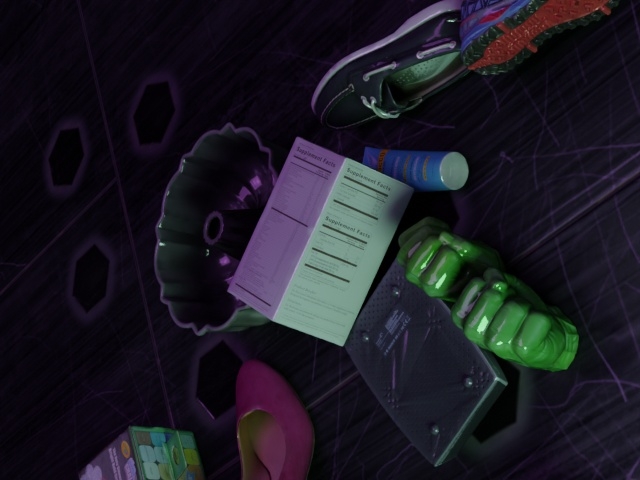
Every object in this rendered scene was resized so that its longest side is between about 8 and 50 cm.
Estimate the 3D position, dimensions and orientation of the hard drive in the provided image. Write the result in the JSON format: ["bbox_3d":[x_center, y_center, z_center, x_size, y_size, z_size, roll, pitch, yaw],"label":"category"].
[{"bbox_3d":[0.140,0.159,1.869,0.172,0.054,0.254,-59,44,21],"label":"hard drive"}]

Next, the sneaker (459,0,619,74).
[{"bbox_3d":[0.281,-0.329,1.808,0.262,0.104,0.125,-28,52,26],"label":"sneaker"}]

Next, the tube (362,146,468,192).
[{"bbox_3d":[0.123,-0.097,1.991,0.207,0.052,0.080,1,76,54],"label":"tube"}]

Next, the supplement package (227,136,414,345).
[{"bbox_3d":[0.000,0.000,1.957,0.139,0.134,0.244,29,95,53],"label":"supplement package"}]

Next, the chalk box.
[{"bbox_3d":[-0.271,0.384,2.256,0.213,0.132,0.132,-41,53,34],"label":"chalk box"}]

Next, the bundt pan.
[{"bbox_3d":[-0.118,-0.008,2.170,0.331,0.124,0.330,-19,65,47],"label":"bundt pan"}]

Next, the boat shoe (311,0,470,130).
[{"bbox_3d":[0.104,-0.228,1.987,0.302,0.114,0.091,-36,51,38],"label":"boat shoe"}]

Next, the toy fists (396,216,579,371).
[{"bbox_3d":[0.206,0.064,1.785,0.279,0.142,0.096,47,116,42],"label":"toy fists"}]

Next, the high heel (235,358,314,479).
[{"bbox_3d":[-0.097,0.331,2.032,0.127,0.181,0.377,-45,51,32],"label":"high heel"}]
